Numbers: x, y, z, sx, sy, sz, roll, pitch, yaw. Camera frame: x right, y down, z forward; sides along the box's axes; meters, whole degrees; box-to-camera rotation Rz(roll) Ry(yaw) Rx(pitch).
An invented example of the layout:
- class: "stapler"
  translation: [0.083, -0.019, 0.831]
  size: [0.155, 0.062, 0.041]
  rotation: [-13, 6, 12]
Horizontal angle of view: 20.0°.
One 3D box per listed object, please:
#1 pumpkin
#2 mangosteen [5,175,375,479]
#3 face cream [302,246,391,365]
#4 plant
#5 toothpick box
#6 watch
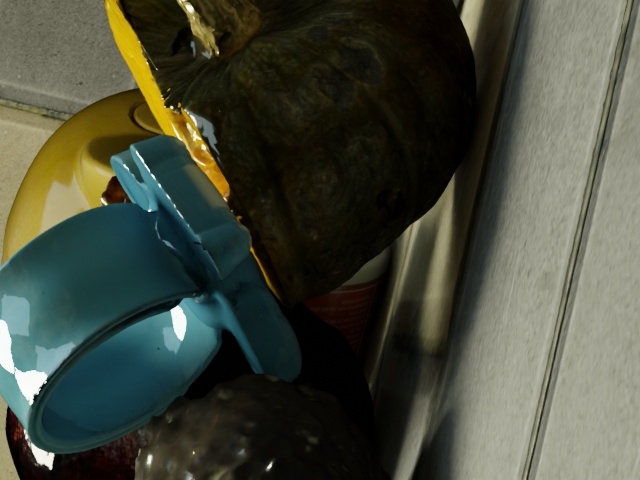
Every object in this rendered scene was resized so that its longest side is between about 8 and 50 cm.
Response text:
- class: "pumpkin"
  translation: [-0.013, -0.131, 1.305]
  size: [0.325, 0.232, 0.242]
  rotation: [52, 172, 44]
- class: "mangosteen"
  translation: [-0.096, 0.128, 1.445]
  size: [0.297, 0.297, 0.313]
  rotation: [112, 174, -64]
- class: "face cream"
  translation: [-0.050, 0.057, 1.658]
  size: [0.201, 0.201, 0.187]
  rotation: [-87, 11, -68]
- class: "plant"
  translation: [-0.034, 0.211, 1.135]
  size: [0.178, 0.204, 0.234]
  rotation: [55, -163, -40]
- class: "toothpick box"
  translation: [-0.177, 0.028, 2.184]
  size: [0.409, 0.409, 0.425]
  rotation: [-82, 5, -54]
- class: "watch"
  translation: [-0.139, 0.046, 1.225]
  size: [0.193, 0.211, 0.211]
  rotation: [-35, -2, -9]
